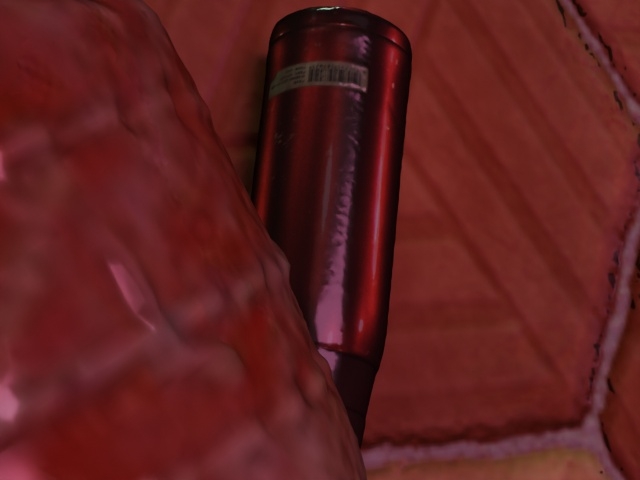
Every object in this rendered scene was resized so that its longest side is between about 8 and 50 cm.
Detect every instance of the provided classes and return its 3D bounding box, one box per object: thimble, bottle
[{"bbox_3d":[-0.112,0.044,0.404,0.239,0.239,0.162,-28,93,-35],"label":"thimble"},{"bbox_3d":[0.000,0.000,0.593,0.060,0.060,0.164,17,66,-27],"label":"bottle"}]
